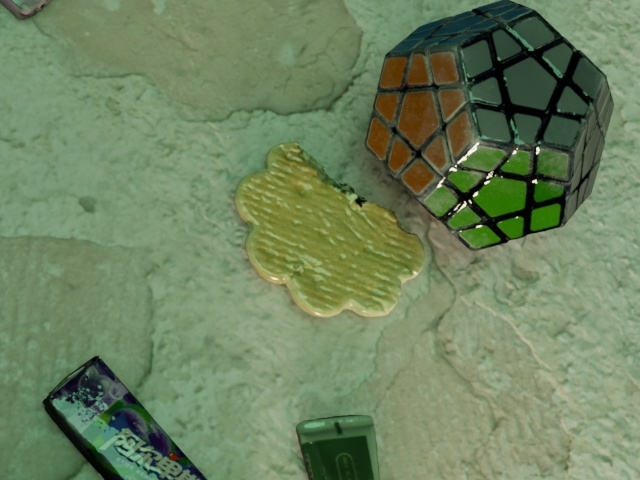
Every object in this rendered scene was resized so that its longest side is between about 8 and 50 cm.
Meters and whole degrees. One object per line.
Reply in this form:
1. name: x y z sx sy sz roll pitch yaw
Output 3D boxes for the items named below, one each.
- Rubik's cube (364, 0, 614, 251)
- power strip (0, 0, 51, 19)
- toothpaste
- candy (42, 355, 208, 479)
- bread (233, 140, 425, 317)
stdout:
1. Rubik's cube: 0.212 -0.145 1.957 0.319 0.319 0.264 -26 108 -21
2. power strip: -0.428 -0.397 1.980 0.279 0.037 0.109 43 67 0
3. toothpaste: 0.047 0.400 1.860 0.099 0.061 0.392 -5 72 -16
4. candy: -0.193 0.277 1.828 0.088 0.061 0.312 -41 87 -25
5. bread: 0.000 0.000 1.977 0.251 0.039 0.181 38 68 -2
